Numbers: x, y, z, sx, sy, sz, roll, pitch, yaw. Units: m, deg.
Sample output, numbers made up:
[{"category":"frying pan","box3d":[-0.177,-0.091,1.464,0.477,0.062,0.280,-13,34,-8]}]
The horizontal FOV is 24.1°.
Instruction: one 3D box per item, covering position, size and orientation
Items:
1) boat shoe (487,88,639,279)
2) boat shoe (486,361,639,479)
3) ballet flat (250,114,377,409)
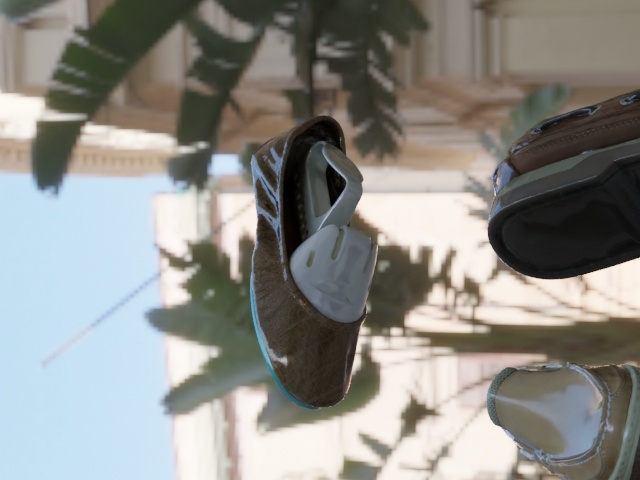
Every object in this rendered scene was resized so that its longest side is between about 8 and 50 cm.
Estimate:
[{"category":"boat shoe","box3d":[0.248,-0.066,0.933,0.110,0.307,0.104,58,-146,-37]},{"category":"boat shoe","box3d":[0.120,0.091,0.772,0.190,0.072,0.068,114,174,-81]},{"category":"ballet flat","box3d":[0.000,0.000,1.453,0.116,0.124,0.342,26,-143,-25]}]
